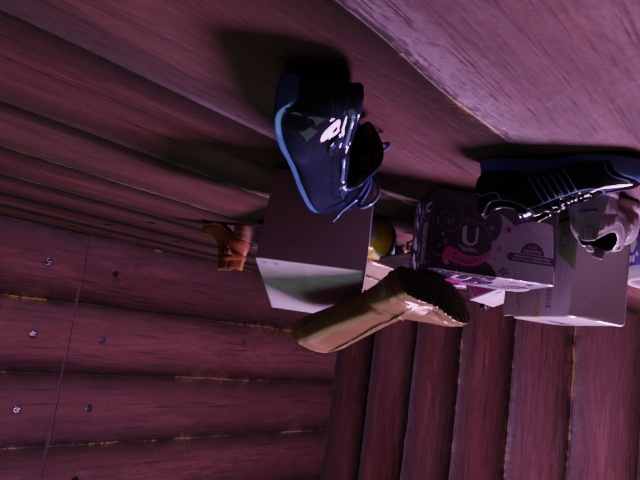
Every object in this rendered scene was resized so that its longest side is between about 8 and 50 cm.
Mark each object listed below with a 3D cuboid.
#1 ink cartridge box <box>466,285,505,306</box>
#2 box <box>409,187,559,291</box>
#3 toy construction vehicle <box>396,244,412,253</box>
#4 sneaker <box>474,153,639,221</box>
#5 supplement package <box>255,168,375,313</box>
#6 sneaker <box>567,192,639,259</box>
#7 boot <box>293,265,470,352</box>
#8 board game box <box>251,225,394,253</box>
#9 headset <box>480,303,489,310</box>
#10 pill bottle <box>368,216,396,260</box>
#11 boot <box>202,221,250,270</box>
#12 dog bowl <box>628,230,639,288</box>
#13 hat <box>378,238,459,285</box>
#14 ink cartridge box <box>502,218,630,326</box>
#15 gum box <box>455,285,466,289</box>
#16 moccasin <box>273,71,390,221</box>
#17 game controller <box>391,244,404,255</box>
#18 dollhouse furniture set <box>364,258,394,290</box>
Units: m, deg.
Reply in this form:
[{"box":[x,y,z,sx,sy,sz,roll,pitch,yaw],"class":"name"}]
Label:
[{"box":[0.587,0.102,1.554,0.311,0.065,0.185,-24,155,29],"class":"ink cartridge box"},{"box":[0.317,0.004,1.084,0.247,0.164,0.142,8,170,-3],"class":"box"},{"box":[0.263,0.039,1.771,0.098,0.035,0.086,6,171,15],"class":"toy construction vehicle"},{"box":[0.345,-0.072,0.811,0.232,0.091,0.081,3,169,34],"class":"sneaker"},{"box":[-0.001,0.016,1.129,0.199,0.198,0.263,7,154,6],"class":"supplement package"},{"box":[0.471,-0.021,0.939,0.105,0.116,0.281,0,168,41],"class":"sneaker"},{"box":[0.119,0.151,1.079,0.236,0.089,0.269,27,135,-33],"class":"boot"},{"box":[0.000,0.000,1.614,0.318,0.066,0.318,9,171,-26],"class":"board game box"},{"box":[0.390,0.156,1.916,0.393,0.185,0.243,-2,171,-1],"class":"headset"},{"box":[0.090,-0.015,1.362,0.184,0.103,0.103,14,169,-33],"class":"pill bottle"},{"box":[-0.319,0.021,1.798,0.197,0.153,0.073,2,170,32],"class":"boot"},{"box":[0.781,0.048,1.138,0.264,0.104,0.265,8,172,1],"class":"dog bowl"},{"box":[0.304,0.022,1.324,0.331,0.134,0.331,9,167,2],"class":"hat"},{"box":[0.537,0.083,1.244,0.119,0.207,0.353,10,172,-1],"class":"ink cartridge box"},{"box":[0.459,0.098,1.737,0.188,0.107,0.062,9,171,-5],"class":"gum box"},{"box":[0.031,-0.105,0.751,0.116,0.138,0.342,2,171,12],"class":"moccasin"},{"box":[0.177,0.083,1.795,0.067,0.167,0.319,-29,-170,-28],"class":"game controller"},{"box":[0.109,0.058,1.590,0.303,0.174,0.355,20,137,-24],"class":"dollhouse furniture set"}]
